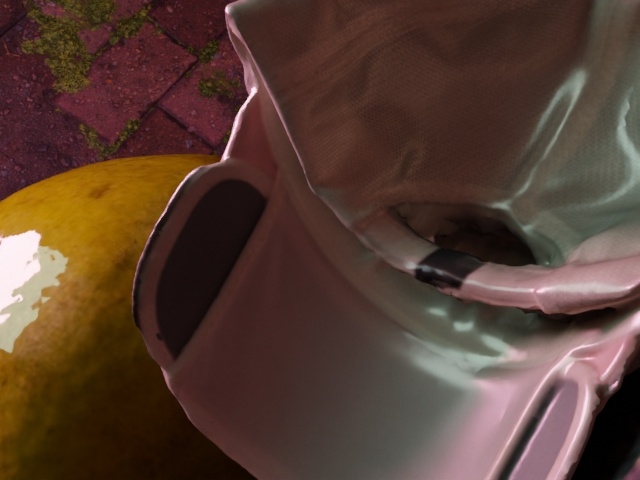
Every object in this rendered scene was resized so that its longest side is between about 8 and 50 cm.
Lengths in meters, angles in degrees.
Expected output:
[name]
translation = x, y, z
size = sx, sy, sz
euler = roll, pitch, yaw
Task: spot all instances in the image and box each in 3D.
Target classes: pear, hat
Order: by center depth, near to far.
[hat]
translation = 0.053, 0.016, 0.388
size = 0.164, 0.219, 0.226
euler = -25, -41, -42
[pear]
translation = -0.148, 0.103, 0.777
size = 0.352, 0.352, 0.413
euler = -51, -3, 42
